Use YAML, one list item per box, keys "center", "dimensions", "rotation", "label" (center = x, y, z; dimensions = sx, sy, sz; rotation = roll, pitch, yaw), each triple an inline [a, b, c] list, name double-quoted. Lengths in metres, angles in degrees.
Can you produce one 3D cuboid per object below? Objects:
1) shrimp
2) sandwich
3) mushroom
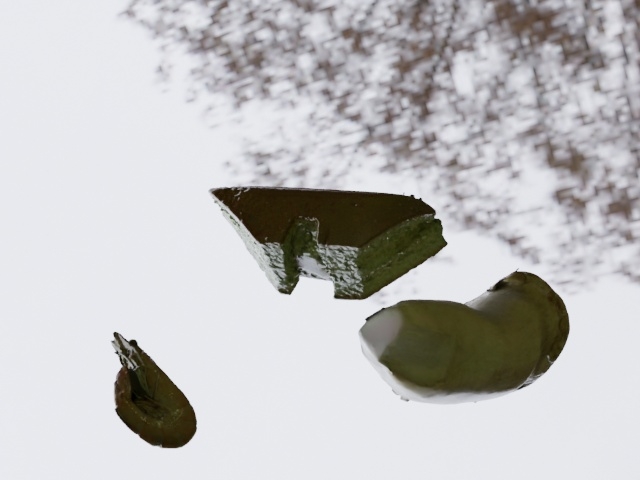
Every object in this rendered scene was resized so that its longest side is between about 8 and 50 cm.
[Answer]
- center: [-0.135, 0.114, 1.141]
  dimensions: [0.059, 0.023, 0.108]
  rotation: [-23, -119, -42]
  label: "shrimp"
- center: [0.000, 0.000, 1.531]
  dimensions: [0.090, 0.244, 0.088]
  rotation: [75, -155, -55]
  label: "sandwich"
- center: [0.086, 0.061, 0.911]
  dimensions: [0.071, 0.084, 0.209]
  rotation: [57, -157, 16]
  label: "mushroom"
